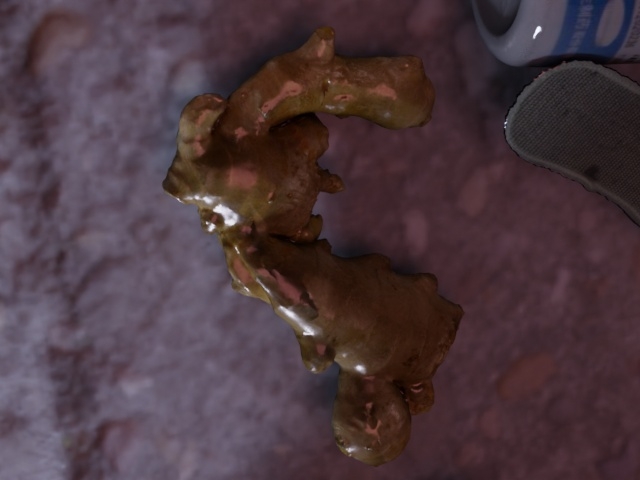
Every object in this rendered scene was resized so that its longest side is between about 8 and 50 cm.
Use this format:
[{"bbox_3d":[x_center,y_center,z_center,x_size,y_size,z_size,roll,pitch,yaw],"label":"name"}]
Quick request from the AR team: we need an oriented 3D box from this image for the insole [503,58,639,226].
[{"bbox_3d":[0.172,-0.031,0.904,0.232,0.003,0.080,26,117,-41],"label":"insole"}]

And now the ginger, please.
[{"bbox_3d":[0.000,0.000,0.891,0.176,0.052,0.193,19,94,-20],"label":"ginger"}]

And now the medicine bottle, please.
[{"bbox_3d":[0.159,-0.133,0.861,0.168,0.105,0.105,-4,108,-14],"label":"medicine bottle"}]
